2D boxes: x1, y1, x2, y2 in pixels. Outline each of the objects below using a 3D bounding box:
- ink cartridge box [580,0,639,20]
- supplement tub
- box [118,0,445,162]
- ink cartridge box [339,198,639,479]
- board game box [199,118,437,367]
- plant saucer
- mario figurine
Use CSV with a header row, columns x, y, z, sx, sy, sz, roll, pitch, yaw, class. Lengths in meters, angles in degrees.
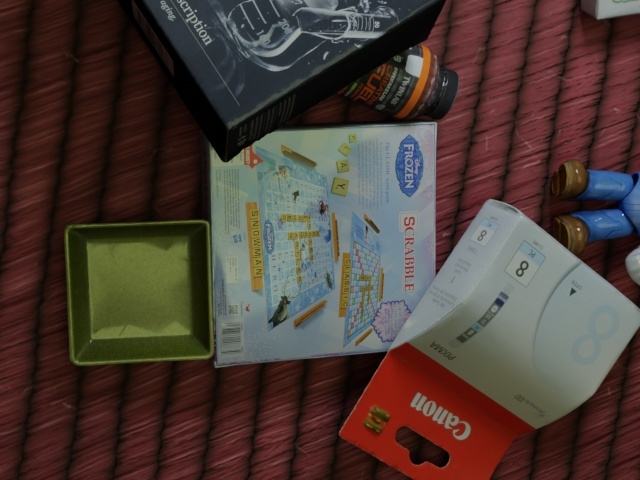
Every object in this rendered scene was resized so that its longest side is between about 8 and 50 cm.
x,y,z,sx,sy,sz,roll,pitch,yaw,class
0.448,-0.494,1.899,0.176,0.069,0.371,-10,118,-14,ink cartridge box
0.084,-0.225,1.856,0.198,0.106,0.106,18,94,-18,supplement tub
-0.076,-0.330,1.695,0.312,0.179,0.343,-33,84,-10,box
0.244,0.180,1.942,0.308,0.091,0.385,35,86,-36,ink cartridge box
0.000,0.000,1.890,0.318,0.066,0.318,-3,101,-16,board game box
-0.237,0.065,1.833,0.188,0.045,0.188,-2,100,-8,plant saucer
0.499,-0.059,1.971,0.320,0.170,0.198,-5,131,-9,mario figurine
